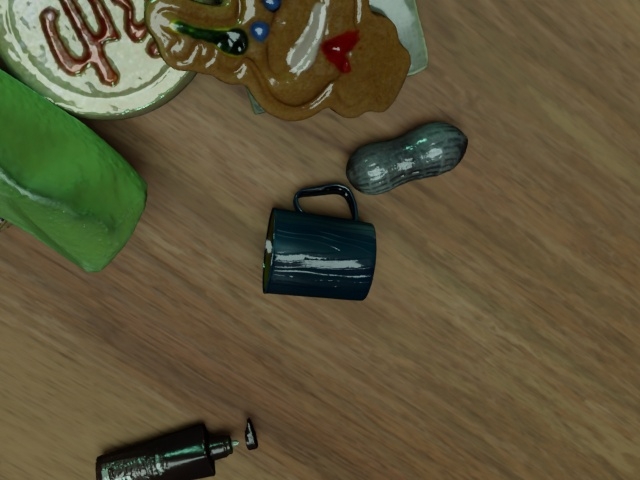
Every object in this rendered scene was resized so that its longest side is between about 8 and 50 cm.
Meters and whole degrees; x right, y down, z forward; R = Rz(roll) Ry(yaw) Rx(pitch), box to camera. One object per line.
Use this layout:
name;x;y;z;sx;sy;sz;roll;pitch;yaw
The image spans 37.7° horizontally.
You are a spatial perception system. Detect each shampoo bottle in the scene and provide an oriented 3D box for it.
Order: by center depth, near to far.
shampoo bottle;-0.209;0.316;1.375;0.236;0.067;0.068;-13;130;-1

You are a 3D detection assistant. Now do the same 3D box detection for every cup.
cup;0.001;0.006;1.247;0.138;0.113;0.150;6;112;-8

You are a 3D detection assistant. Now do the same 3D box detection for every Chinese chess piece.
Chinese chess piece;-0.260;-0.279;1.123;0.270;0.112;0.270;-2;111;-5

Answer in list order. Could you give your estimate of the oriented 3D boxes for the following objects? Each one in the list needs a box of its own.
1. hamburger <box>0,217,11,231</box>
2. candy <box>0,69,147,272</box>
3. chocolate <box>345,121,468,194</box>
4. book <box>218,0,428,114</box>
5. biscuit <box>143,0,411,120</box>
hamburger;-0.449;-0.109;1.178;0.231;0.107;0.230;1;109;2
candy;-0.361;-0.102;1.081;0.343;0.142;0.132;37;132;-26
chocolate;0.114;-0.109;1.235;0.167;0.072;0.072;-17;111;5
book;-0.017;-0.344;1.156;0.239;0.035;0.352;-16;112;3
biscuit;-0.037;-0.249;1.103;0.334;0.047;0.202;22;99;-28
